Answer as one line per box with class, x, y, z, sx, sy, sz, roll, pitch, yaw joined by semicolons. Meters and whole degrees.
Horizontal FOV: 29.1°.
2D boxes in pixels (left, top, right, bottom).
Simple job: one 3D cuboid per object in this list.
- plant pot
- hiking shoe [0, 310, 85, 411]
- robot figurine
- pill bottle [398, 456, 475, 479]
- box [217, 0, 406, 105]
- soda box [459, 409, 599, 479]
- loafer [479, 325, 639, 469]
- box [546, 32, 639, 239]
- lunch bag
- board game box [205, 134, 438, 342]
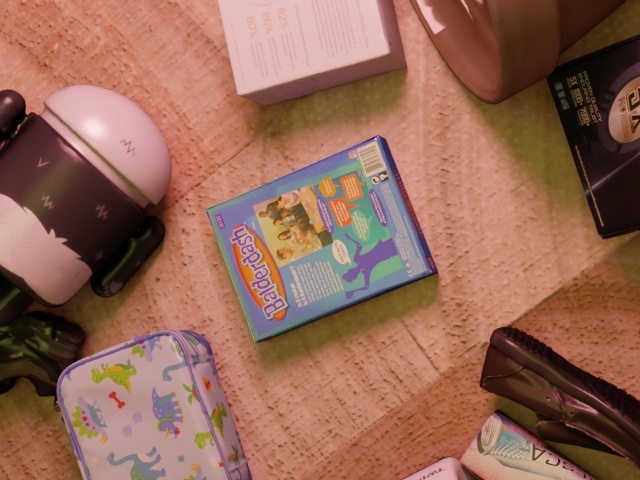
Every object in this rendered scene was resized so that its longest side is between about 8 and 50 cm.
plant pot;0.219;-0.335;1.174;0.280;0.323;0.323;-27;82;-3
hiking shoe;-0.388;0.122;1.416;0.227;0.086;0.114;16;91;15
robot figurine;-0.290;-0.041;1.337;0.173;0.209;0.278;41;86;22
pill bottle;0.057;0.331;1.269;0.246;0.130;0.130;-29;82;12
box;-0.009;-0.230;1.319;0.171;0.091;0.130;-13;85;15
soda box;0.236;0.251;1.261;0.183;0.058;0.063;34;98;13
loafer;0.257;0.174;1.255;0.220;0.080;0.078;35;107;18
box;0.322;-0.107;1.195;0.147;0.078;0.180;-17;91;45
lunch bag;-0.185;0.215;1.358;0.176;0.090;0.218;-23;83;12
board game box;0.000;0.000;1.335;0.210;0.047;0.160;-22;84;13
